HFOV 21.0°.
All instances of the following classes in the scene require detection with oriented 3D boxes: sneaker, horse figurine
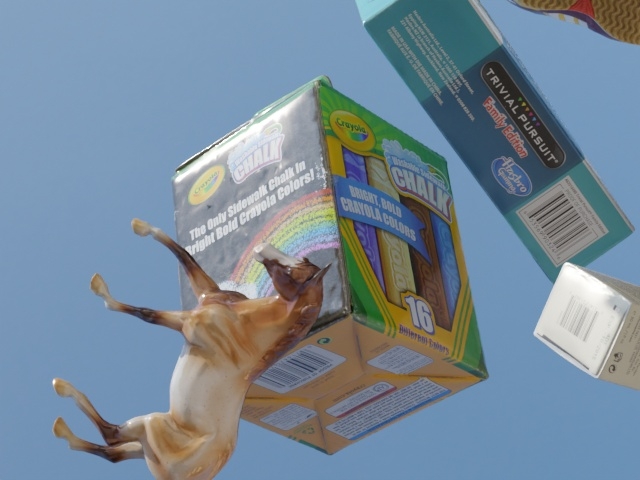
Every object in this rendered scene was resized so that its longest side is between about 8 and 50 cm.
[{"bbox_3d":[0.261,-0.248,1.738,0.185,0.084,0.069,18,-81,-19],"label":"sneaker"},{"bbox_3d":[-0.108,0.106,1.274,0.263,0.174,0.066,-67,-19,4],"label":"horse figurine"}]

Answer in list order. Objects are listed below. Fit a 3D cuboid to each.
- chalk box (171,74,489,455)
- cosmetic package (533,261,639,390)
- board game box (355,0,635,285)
[{"bbox_3d":[0.000,0.000,1.449,0.179,0.180,0.289,28,-136,-42],"label":"chalk box"},{"bbox_3d":[0.168,0.051,0.837,0.115,0.060,0.041,18,-80,-29],"label":"cosmetic package"},{"bbox_3d":[0.126,-0.135,1.419,0.254,0.079,0.336,52,-170,-17],"label":"board game box"}]
